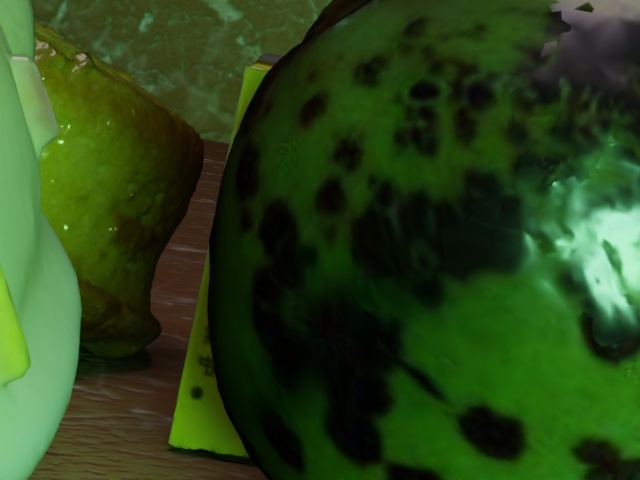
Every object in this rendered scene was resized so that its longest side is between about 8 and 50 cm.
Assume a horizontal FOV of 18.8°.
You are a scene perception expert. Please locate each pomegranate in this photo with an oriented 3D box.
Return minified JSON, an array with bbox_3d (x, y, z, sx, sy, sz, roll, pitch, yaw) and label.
[{"bbox_3d":[0.092,0.033,0.681,0.242,0.242,0.306,16,-31,48],"label":"pomegranate"}]

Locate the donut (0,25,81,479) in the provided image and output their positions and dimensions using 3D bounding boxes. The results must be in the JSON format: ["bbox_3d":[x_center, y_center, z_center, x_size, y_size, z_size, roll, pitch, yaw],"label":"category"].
[{"bbox_3d":[-0.242,-0.020,0.435,0.383,0.142,0.382,6,24,-3],"label":"donut"}]

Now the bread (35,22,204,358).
[{"bbox_3d":[-0.180,-0.046,0.972,0.268,0.145,0.268,29,-1,0],"label":"bread"}]

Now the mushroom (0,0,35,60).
[{"bbox_3d":[-0.227,-0.029,0.748,0.260,0.254,0.234,-9,-44,20],"label":"mushroom"}]

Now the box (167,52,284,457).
[{"bbox_3d":[0.000,0.000,0.902,0.097,0.168,0.265,12,5,-2],"label":"box"}]
